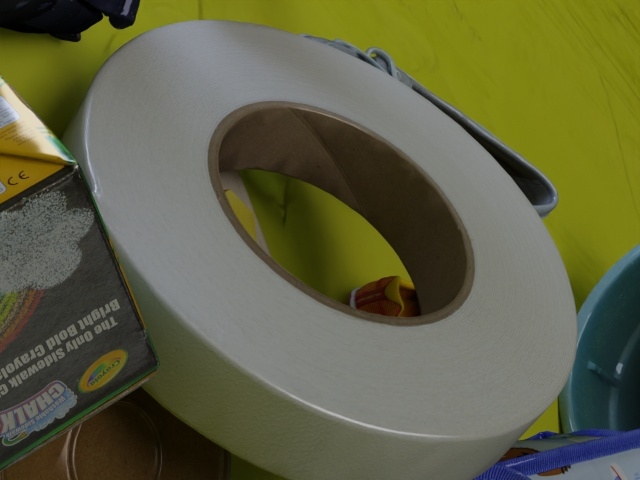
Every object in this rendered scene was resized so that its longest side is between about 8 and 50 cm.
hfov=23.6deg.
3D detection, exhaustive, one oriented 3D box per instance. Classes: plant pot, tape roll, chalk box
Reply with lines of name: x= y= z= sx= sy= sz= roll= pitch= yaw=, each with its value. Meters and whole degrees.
plant pot: x=0.467 y=0.186 z=1.567 sx=0.334 sy=0.341 sz=0.341 roll=37 pitch=48 yaw=-49
tape roll: x=0.000 y=0.000 z=1.067 sx=0.392 sy=0.072 sz=0.392 roll=22 pitch=38 yaw=-19
plant pot: x=-0.138 y=0.138 z=0.980 sx=0.236 sy=0.032 sz=0.236 roll=11 pitch=75 yaw=-45
chalk box: x=-0.185 y=0.032 z=0.842 sx=0.132 sy=0.132 sz=0.213 roll=-31 pitch=138 yaw=-17

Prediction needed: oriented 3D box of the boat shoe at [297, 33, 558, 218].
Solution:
boat shoe: x=0.083 y=-0.089 z=1.336 sx=0.320 sy=0.103 sz=0.118 roll=35 pitch=50 yaw=-40

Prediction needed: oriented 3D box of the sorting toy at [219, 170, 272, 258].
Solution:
sorting toy: x=-0.083 y=0.042 z=1.116 sx=0.193 sy=0.038 sz=0.208 roll=-36 pitch=105 yaw=-53

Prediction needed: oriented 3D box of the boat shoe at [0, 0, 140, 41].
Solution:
boat shoe: x=-0.198 y=-0.297 z=1.054 sx=0.158 sy=0.127 sz=0.340 roll=21 pitch=66 yaw=-56

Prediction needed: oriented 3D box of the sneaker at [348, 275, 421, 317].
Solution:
sneaker: x=0.097 y=0.071 z=1.320 sx=0.175 sy=0.067 sz=0.064 roll=16 pitch=62 yaw=-51

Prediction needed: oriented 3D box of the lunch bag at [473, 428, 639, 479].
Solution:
lunch bag: x=0.136 y=0.317 z=1.140 sx=0.385 sy=0.239 sz=0.328 roll=-5 pitch=80 yaw=-37
